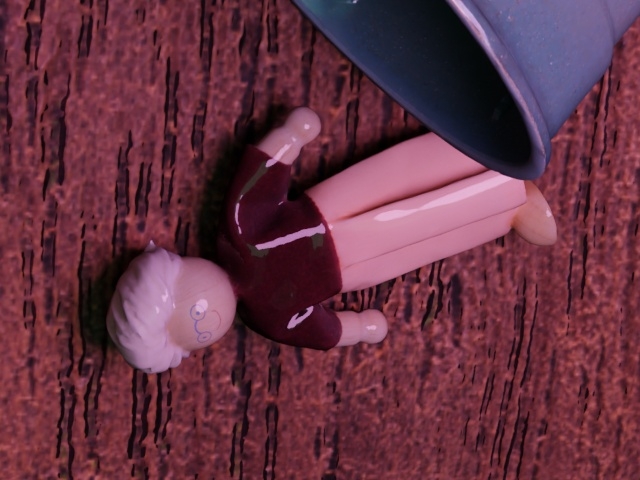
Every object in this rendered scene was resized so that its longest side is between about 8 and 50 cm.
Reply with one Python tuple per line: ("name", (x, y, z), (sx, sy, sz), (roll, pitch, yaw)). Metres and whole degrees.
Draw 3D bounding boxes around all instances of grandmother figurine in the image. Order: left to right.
("grandmother figurine", (0.000, 0.000, 1.412), (0.342, 0.104, 0.208), (-24, 109, -12))

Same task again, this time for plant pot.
("plant pot", (0.133, -0.277, 1.231), (0.334, 0.341, 0.341), (-45, 119, -6))
